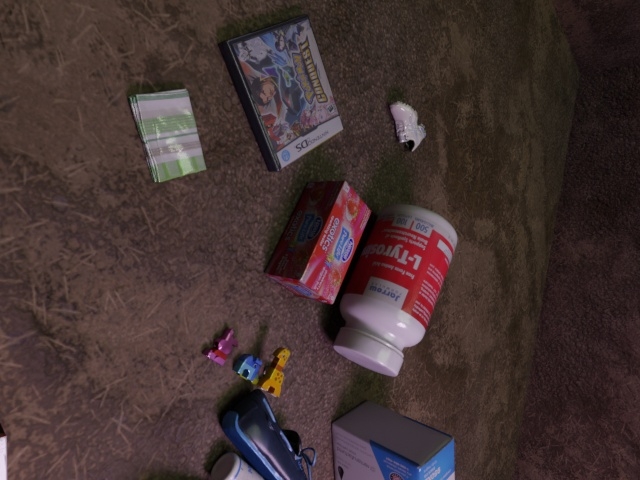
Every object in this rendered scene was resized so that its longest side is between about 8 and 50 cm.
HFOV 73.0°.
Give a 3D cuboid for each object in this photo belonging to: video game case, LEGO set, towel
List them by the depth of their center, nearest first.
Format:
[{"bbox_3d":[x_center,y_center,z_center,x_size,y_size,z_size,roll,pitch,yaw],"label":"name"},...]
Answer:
[{"bbox_3d":[-0.267,-0.190,0.777,0.113,0.023,0.152,-26,112,-41],"label":"towel"},{"bbox_3d":[-0.125,0.258,0.922,0.227,0.087,0.093,48,61,-39],"label":"LEGO set"},{"bbox_3d":[-0.070,-0.328,0.960,0.248,0.035,0.275,-40,121,-36],"label":"video game case"}]

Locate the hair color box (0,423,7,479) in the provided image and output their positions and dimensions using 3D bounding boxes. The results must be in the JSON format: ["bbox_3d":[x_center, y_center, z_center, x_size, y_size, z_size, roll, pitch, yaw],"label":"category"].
[{"bbox_3d":[-0.481,0.350,0.584,0.093,0.053,0.167,-2,94,-45],"label":"hair color box"}]

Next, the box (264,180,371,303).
[{"bbox_3d":[0.000,0.000,1.000,0.128,0.122,0.257,42,64,-41],"label":"box"}]

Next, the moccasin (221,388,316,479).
[{"bbox_3d":[-0.080,0.472,0.955,0.117,0.137,0.342,-48,126,-38],"label":"moccasin"}]

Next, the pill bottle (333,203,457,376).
[{"bbox_3d":[0.190,0.127,1.134,0.229,0.229,0.408,44,63,-39],"label":"pill bottle"}]

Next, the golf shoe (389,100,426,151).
[{"bbox_3d":[0.251,-0.333,1.274,0.176,0.069,0.086,38,73,-40],"label":"golf shoe"}]

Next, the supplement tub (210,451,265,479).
[{"bbox_3d":[-0.170,0.499,0.899,0.071,0.071,0.107,-52,119,-30],"label":"supplement tub"}]

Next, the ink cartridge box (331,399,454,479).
[{"bbox_3d":[0.191,0.680,1.146,0.166,0.285,0.395,-12,102,-43],"label":"ink cartridge box"}]
